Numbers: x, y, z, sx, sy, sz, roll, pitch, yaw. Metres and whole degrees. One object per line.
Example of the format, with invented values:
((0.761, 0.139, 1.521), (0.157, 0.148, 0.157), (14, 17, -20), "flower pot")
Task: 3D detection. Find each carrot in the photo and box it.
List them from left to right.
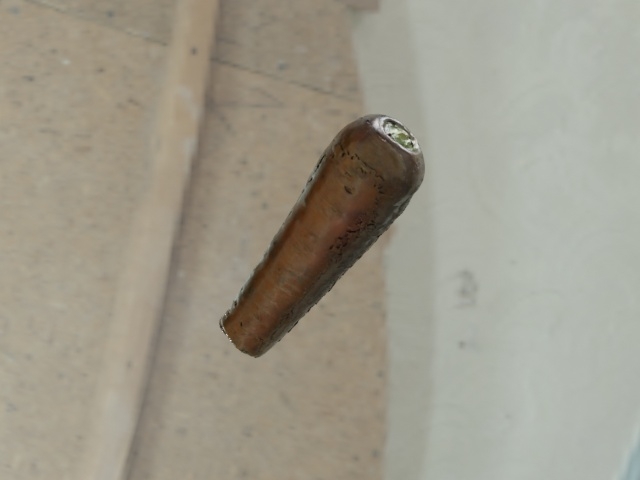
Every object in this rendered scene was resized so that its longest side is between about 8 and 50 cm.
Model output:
((0.000, 0.000, 1.023), (0.055, 0.055, 0.161), (10, -53, -38), "carrot")
